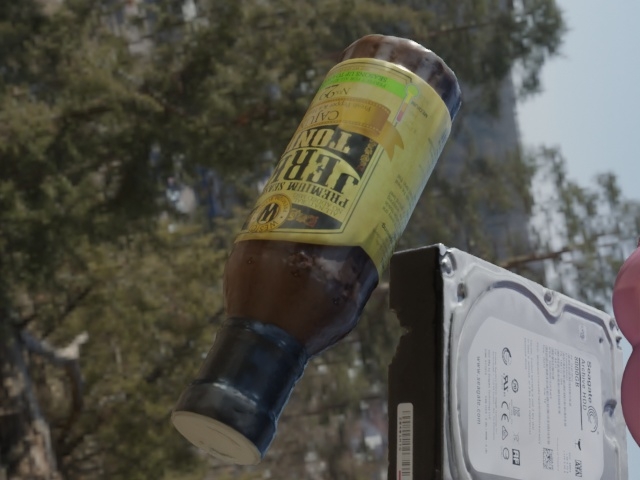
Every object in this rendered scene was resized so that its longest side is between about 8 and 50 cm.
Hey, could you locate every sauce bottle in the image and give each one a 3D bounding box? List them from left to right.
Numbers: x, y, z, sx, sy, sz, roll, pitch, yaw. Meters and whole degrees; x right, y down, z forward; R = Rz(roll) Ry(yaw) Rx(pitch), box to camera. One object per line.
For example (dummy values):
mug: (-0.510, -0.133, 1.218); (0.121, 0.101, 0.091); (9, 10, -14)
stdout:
sauce bottle: (0.000, 0.000, 0.869); (0.111, 0.111, 0.344); (74, 36, -53)

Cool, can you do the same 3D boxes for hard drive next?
hard drive: (0.183, 0.155, 1.085); (0.339, 0.064, 0.236); (22, 64, -48)

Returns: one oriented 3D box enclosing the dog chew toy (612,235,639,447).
dog chew toy: (0.336, 0.135, 0.935); (0.206, 0.207, 0.331); (67, 6, -69)
